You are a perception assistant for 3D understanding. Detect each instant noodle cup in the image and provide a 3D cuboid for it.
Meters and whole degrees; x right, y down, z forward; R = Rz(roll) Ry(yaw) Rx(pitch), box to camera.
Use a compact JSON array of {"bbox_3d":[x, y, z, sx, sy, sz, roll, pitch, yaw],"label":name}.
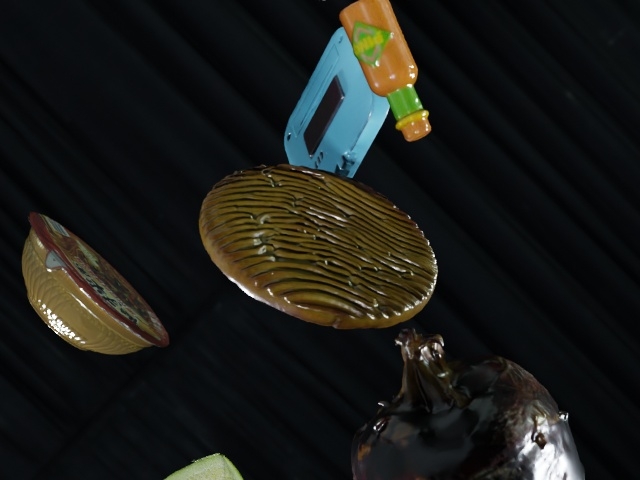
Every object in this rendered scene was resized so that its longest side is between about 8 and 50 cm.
[{"bbox_3d":[-0.343,0.082,1.836,0.091,0.274,0.274,-45,-177,3],"label":"instant noodle cup"}]

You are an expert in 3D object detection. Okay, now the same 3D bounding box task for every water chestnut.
[{"bbox_3d":[0.180,0.275,1.806,0.335,0.347,0.335,-33,-167,9],"label":"water chestnut"}]

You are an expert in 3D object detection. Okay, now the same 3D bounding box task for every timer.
[{"bbox_3d":[0.040,-0.173,1.965,0.231,0.091,0.250,-59,-155,30],"label":"timer"}]

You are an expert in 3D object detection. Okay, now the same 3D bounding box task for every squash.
[{"bbox_3d":[-0.183,0.330,1.494,0.200,0.090,0.075,-39,148,5],"label":"squash"}]

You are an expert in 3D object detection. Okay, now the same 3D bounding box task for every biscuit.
[{"bbox_3d":[0.000,0.000,1.647,0.318,0.318,0.040,-50,163,-54],"label":"biscuit"}]

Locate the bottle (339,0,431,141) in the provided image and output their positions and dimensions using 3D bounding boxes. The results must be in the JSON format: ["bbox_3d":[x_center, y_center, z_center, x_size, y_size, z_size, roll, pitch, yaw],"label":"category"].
[{"bbox_3d":[0.088,-0.215,1.622,0.069,0.187,0.069,-24,175,-2],"label":"bottle"}]
